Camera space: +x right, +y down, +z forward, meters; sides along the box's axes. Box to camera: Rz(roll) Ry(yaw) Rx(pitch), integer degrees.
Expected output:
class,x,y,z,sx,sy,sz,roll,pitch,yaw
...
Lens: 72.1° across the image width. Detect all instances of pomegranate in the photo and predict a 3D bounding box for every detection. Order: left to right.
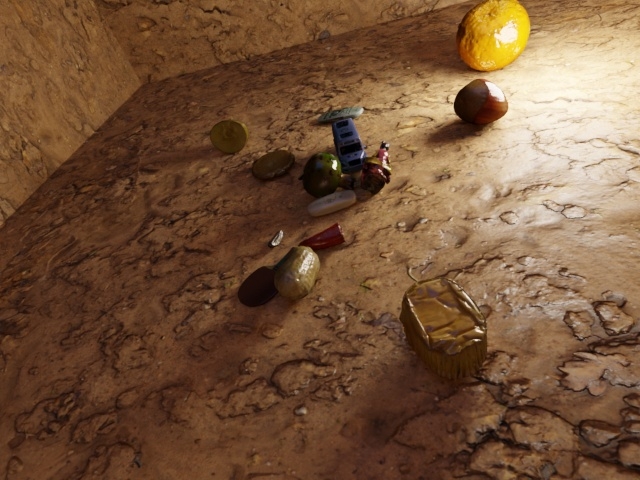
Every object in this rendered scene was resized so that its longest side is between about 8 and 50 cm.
class,x,y,z,sx,sy,sz,roll,pitch,yaw
pomegranate,0.024,-0.245,1.752,0.179,0.210,0.179,-40,25,24

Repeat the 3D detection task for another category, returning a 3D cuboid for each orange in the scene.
class,x,y,z,sx,sy,sz,roll,pitch,yaw
orange,0.830,-0.980,2.123,0.341,0.293,0.340,-15,53,22

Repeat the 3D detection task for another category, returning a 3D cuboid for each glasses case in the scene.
class,x,y,z,sx,sy,sz,roll,pitch,yaw
glasses case,0.044,-0.144,1.698,0.193,0.049,0.074,-18,39,2

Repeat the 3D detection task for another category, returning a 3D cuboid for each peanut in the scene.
class,x,y,z,sx,sy,sz,roll,pitch,yaw
peanut,-0.072,0.103,1.412,0.129,0.129,0.224,1,35,24

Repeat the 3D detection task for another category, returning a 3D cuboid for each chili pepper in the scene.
class,x,y,z,sx,sy,sz,roll,pitch,yaw
chili pepper,-0.001,-0.004,1.553,0.169,0.065,0.088,-20,38,8

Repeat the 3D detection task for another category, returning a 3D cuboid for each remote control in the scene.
class,x,y,z,sx,sy,sz,roll,pitch,yaw
remote control,0.101,-0.638,2.243,0.256,0.045,0.097,2,43,30

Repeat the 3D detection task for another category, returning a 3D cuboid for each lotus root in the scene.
class,x,y,z,sx,sy,sz,roll,pitch,yaw
lotus root,-0.168,0.001,1.641,0.037,0.030,0.083,-27,22,47

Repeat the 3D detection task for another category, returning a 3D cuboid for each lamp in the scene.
class,x,y,z,sx,sy,sz,roll,pitch,yaw
lamp,0.224,-0.294,1.746,0.118,0.118,0.253,-5,43,19

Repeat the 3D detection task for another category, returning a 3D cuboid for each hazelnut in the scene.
class,x,y,z,sx,sy,sz,roll,pitch,yaw
hazelnut,0.666,-0.578,1.818,0.210,0.186,0.210,-28,28,16

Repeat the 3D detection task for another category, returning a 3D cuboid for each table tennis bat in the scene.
class,x,y,z,sx,sy,sz,roll,pitch,yaw
table tennis bat,-0.171,0.121,1.514,0.154,0.021,0.274,21,57,39

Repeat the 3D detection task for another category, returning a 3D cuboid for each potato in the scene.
class,x,y,z,sx,sy,sz,roll,pitch,yaw
potato,-0.462,-0.564,2.323,0.203,0.178,0.158,-27,21,21

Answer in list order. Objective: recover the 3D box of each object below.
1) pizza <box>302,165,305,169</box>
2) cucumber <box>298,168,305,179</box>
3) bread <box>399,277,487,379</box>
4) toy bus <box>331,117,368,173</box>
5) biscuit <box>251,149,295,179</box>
class,x,y,z,sx,sy,sz,roll,pitch,yaw
pizza,-0.015,-0.284,1.886,0.175,0.046,0.134,19,58,43
cucumber,-0.052,-0.285,1.841,0.107,0.035,0.067,-52,17,-24
bread,0.306,0.219,1.101,0.179,0.133,0.250,-25,40,-6
toy bus,0.123,-0.412,1.903,0.125,0.133,0.292,-16,39,5
biscuit,-0.220,-0.353,2.059,0.226,0.042,0.226,-11,39,9
